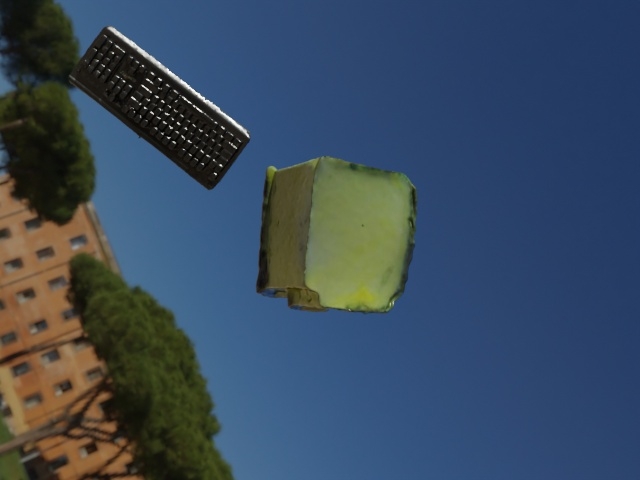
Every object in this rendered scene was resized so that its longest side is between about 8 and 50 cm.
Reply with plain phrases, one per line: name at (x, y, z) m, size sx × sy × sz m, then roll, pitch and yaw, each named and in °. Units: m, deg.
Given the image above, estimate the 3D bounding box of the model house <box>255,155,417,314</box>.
model house at (0.000, 0.000, 1.224) m, size 0.211 × 0.170 × 0.194 m, roll -3°, pitch -97°, yaw 56°

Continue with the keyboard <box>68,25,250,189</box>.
keyboard at (-0.200, -0.163, 1.118) m, size 0.230 × 0.094 × 0.025 m, roll 37°, pitch 8°, yaw -1°
